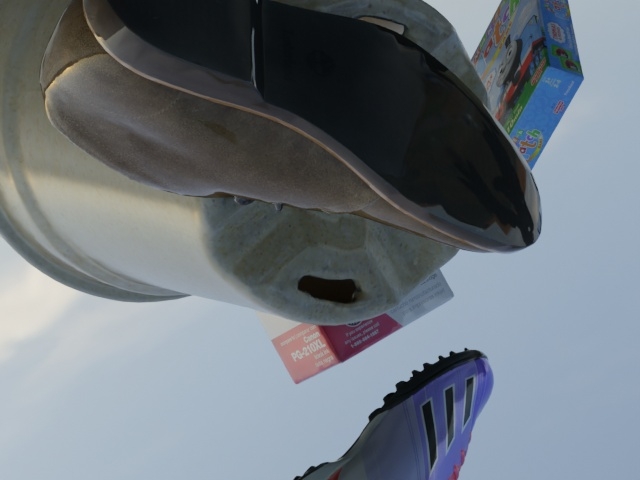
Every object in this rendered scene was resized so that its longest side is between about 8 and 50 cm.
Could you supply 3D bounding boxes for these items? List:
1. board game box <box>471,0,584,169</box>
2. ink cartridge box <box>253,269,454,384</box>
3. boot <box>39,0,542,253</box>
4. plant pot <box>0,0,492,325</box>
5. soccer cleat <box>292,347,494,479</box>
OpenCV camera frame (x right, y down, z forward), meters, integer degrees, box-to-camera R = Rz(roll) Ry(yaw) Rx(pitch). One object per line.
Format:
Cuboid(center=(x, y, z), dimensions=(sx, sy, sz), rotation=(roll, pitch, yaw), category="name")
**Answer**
Cuboid(center=(0.173, -0.141, 1.437), dimensions=(0.211, 0.039, 0.160), rotation=(-86, -162, -54), category="board game box")
Cuboid(center=(0.000, 0.000, 1.667), dimensions=(0.172, 0.237, 0.100), rotation=(-28, 178, -36), category="ink cartridge box")
Cuboid(center=(-0.013, -0.060, 0.916), dimensions=(0.115, 0.305, 0.112), rotation=(-43, -148, 42), category="boot")
Cuboid(center=(-0.050, -0.084, 1.144), dimensions=(0.334, 0.334, 0.305), rotation=(-31, -154, -21), category="plant pot")
Cuboid(center=(0.068, 0.210, 1.389), dimensions=(0.318, 0.116, 0.108), rotation=(-37, 155, -39), category="soccer cleat")
